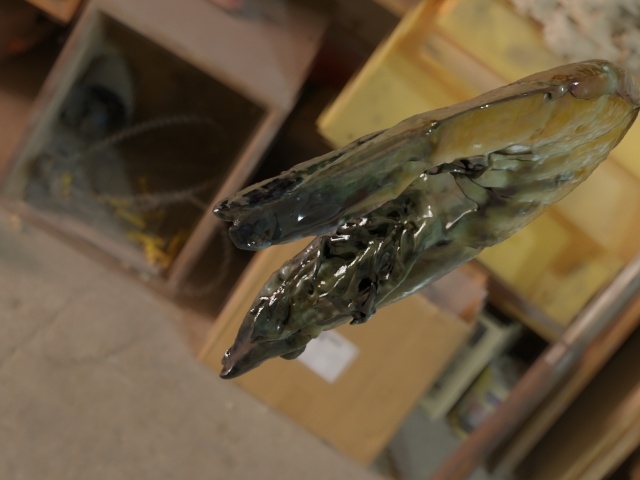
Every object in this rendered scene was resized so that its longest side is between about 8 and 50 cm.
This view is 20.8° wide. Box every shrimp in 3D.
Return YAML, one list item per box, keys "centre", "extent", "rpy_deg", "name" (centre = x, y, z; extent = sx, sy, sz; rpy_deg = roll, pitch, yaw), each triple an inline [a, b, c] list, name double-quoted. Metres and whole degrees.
- centre: [0.000, 0.000, 0.690]
  extent: [0.198, 0.262, 0.051]
  rpy_deg: [-7, 69, -50]
  name: "shrimp"
